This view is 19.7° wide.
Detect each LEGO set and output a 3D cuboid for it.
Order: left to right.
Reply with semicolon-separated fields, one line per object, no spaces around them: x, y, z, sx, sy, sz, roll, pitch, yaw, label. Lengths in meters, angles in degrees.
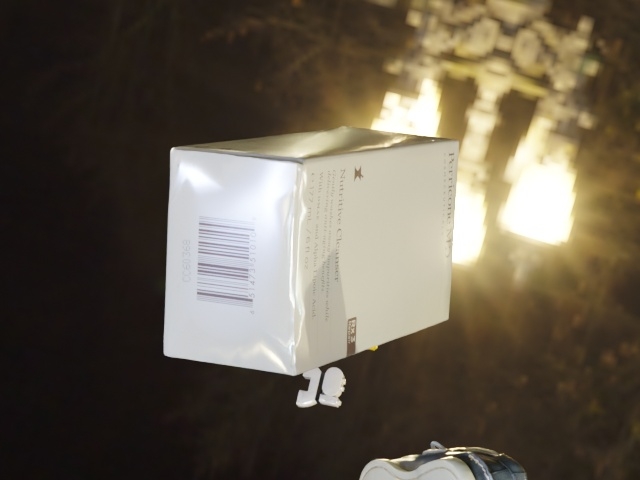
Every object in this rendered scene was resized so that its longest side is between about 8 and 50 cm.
0.036;0.102;2.331;0.093;0.227;0.087;11;165;12;LEGO set

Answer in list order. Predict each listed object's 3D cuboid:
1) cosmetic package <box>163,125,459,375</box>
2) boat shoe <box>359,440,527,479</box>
0.000;0.000;1.907;0.156;0.217;0.385;7;-169;27;cosmetic package
0.111;0.240;1.766;0.079;0.095;0.254;-9;168;-24;boat shoe
